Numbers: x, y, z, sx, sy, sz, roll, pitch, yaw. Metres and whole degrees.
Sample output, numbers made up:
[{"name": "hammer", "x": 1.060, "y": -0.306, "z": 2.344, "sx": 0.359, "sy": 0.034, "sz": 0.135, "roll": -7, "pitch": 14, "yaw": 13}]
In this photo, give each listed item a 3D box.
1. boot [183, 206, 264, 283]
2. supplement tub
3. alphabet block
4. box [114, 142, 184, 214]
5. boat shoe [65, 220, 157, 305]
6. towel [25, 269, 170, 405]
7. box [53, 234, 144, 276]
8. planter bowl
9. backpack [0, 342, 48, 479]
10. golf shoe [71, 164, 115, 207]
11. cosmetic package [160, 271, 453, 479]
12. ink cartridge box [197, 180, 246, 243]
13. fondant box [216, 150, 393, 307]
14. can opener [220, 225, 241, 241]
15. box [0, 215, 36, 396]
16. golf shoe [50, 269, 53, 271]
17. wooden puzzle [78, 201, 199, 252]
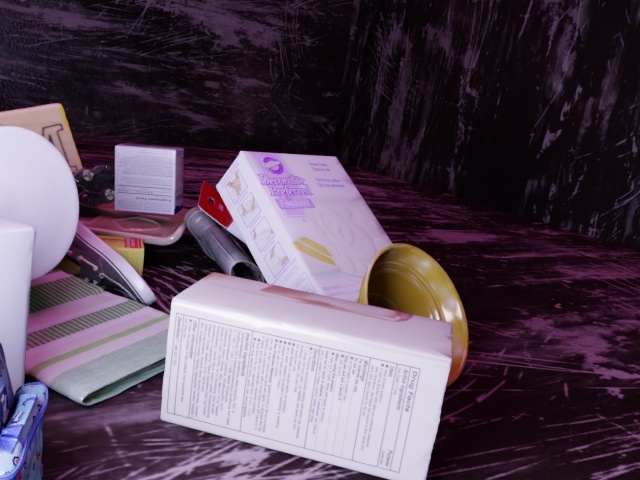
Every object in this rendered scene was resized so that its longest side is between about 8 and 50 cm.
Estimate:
[{"name": "boot", "x": -0.165, "y": 0.036, "z": 1.239, "sx": 0.208, "sy": 0.076, "sz": 0.189, "roll": 35, "pitch": -6, "yaw": 38}, {"name": "supplement tub", "x": -0.524, "y": -0.046, "z": 0.879, "sx": 0.325, "sy": 0.235, "sz": 0.235, "roll": 1, "pitch": 8, "yaw": 26}, {"name": "alphabet block", "x": -0.661, "y": -0.177, "z": 1.407, "sx": 0.197, "sy": 0.193, "sz": 0.192, "roll": -22, "pitch": 13, "yaw": -39}, {"name": "box", "x": -0.356, "y": -0.128, "z": 1.342, "sx": 0.126, "sy": 0.137, "sz": 0.072, "roll": 5, "pitch": 12, "yaw": 0}, {"name": "boat shoe", "x": -0.361, "y": 0.050, "z": 1.065, "sx": 0.219, "sy": 0.070, "sz": 0.077, "roll": 34, "pitch": -22, "yaw": 24}, {"name": "towel", "x": -0.342, "y": 0.119, "z": 0.869, "sx": 0.325, "sy": 0.038, "sz": 0.248, "roll": 17, "pitch": 16, "yaw": 25}, {"name": "box", "x": -0.440, "y": 0.023, "z": 1.160, "sx": 0.232, "sy": 0.058, "sz": 0.087, "roll": 5, "pitch": 12, "yaw": -18}, {"name": "planter bowl", "x": 0.115, "y": 0.120, "z": 0.951, "sx": 0.217, "sy": 0.217, "sz": 0.090, "roll": -4, "pitch": -18, "yaw": -45}, {"name": "backpack", "x": -0.275, "y": 0.144, "z": 0.482, "sx": 0.117, "sy": 0.173, "sz": 0.158, "roll": 6, "pitch": 12, "yaw": -12}, {"name": "golf shoe", "x": -0.542, "y": -0.096, "z": 1.276, "sx": 0.120, "sy": 0.105, "sz": 0.273, "roll": -8, "pitch": -3, "yaw": 37}, {"name": "cosmetic package", "x": -0.012, "y": 0.145, "z": 0.721, "sx": 0.296, "sy": 0.153, "sz": 0.129, "roll": 13, "pitch": 14, "yaw": 10}, {"name": "ink cartridge box", "x": -0.112, "y": -0.066, "z": 1.375, "sx": 0.272, "sy": 0.130, "sz": 0.309, "roll": 37, "pitch": 6, "yaw": -16}, {"name": "fondant box", "x": 0.000, "y": 0.000, "z": 1.106, "sx": 0.238, "sy": 0.096, "sz": 0.330, "roll": -4, "pitch": 54, "yaw": -46}, {"name": "can opener", "x": -0.188, "y": -0.031, "z": 1.622, "sx": 0.059, "sy": 0.073, "sz": 0.186, "roll": -28, "pitch": -6, "yaw": 23}, {"name": "box", "x": -0.470, "y": 0.058, "z": 0.634, "sx": 0.345, "sy": 0.214, "sz": 0.168, "roll": 16, "pitch": 14, "yaw": 25}, {"name": "golf shoe", "x": -0.490, "y": 0.037, "z": 1.008, "sx": 0.069, "sy": 0.086, "sz": 0.176, "roll": 13, "pitch": 15, "yaw": 9}, {"name": "wooden puzzle", "x": -0.445, "y": -0.033, "z": 1.386, "sx": 0.348, "sy": 0.080, "sz": 0.322, "roll": 4, "pitch": 12, "yaw": -3}]
